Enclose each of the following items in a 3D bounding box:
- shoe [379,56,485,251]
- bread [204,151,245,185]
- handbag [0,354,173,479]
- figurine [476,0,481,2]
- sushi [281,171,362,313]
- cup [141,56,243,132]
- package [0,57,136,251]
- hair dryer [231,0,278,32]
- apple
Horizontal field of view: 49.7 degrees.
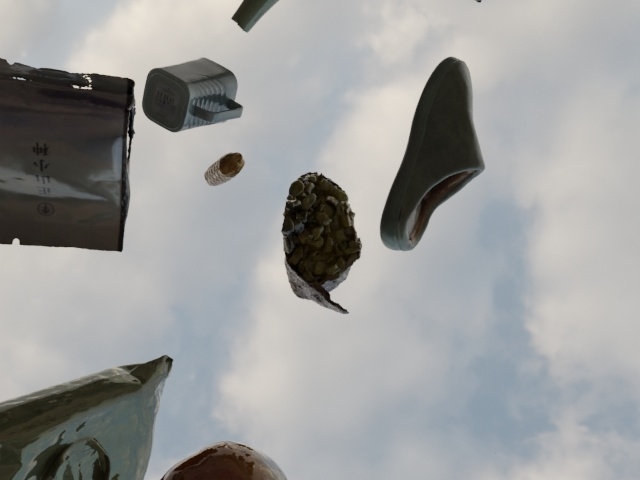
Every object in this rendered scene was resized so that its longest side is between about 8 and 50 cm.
[{"bbox_3d":[0.120,-0.075,0.656,0.078,0.079,0.195,20,-99,23],"label":"shoe"},{"bbox_3d":[-0.184,-0.134,1.311,0.052,0.157,0.044,-43,-78,-19],"label":"bread"},{"bbox_3d":[-0.358,0.301,0.962,0.109,0.315,0.253,24,-68,35],"label":"handbag"},{"bbox_3d":[0.361,-0.639,1.536,0.111,0.229,0.137,20,-117,18],"label":"figurine"},{"bbox_3d":[-0.001,-0.003,1.356,0.166,0.179,0.296,14,-114,-3],"label":"sushi"},{"bbox_3d":[-0.194,-0.224,1.098,0.128,0.129,0.095,31,-59,17],"label":"cup"},{"bbox_3d":[-0.335,-0.101,0.849,0.203,0.251,0.062,7,-147,-13],"label":"package"},{"bbox_3d":[-0.080,-0.468,1.306,0.219,0.225,0.088,-44,-97,-8],"label":"hair dryer"},{"bbox_3d":[-0.082,0.219,0.539,0.126,0.126,0.102,-35,-112,2],"label":"apple"}]
